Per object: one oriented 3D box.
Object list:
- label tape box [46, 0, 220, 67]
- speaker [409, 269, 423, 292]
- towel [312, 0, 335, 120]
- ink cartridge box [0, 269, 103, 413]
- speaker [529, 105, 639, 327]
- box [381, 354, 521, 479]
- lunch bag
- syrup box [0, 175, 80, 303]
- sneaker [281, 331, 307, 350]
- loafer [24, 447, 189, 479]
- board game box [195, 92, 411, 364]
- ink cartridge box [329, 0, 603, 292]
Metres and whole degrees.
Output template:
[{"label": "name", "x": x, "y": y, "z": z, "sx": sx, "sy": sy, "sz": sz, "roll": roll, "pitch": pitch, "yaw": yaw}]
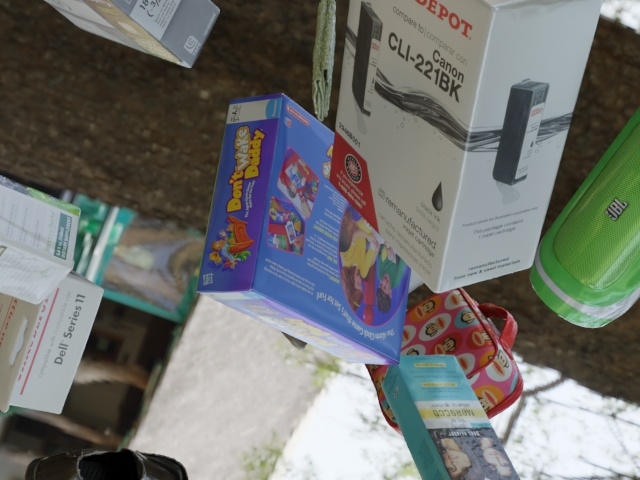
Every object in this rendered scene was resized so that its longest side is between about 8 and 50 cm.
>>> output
[{"label": "label tape box", "x": -0.323, "y": -0.376, "z": 1.437, "sx": 0.106, "sy": 0.241, "sz": 0.334, "roll": -63, "pitch": 149, "yaw": -6}, {"label": "speaker", "x": 0.113, "y": 0.068, "z": 1.668, "sx": 0.136, "sy": 0.055, "sz": 0.055, "roll": -30, "pitch": 161, "yaw": -40}, {"label": "towel", "x": 0.003, "y": -0.249, "z": 1.458, "sx": 0.110, "sy": 0.027, "sz": 0.148, "roll": 91, "pitch": 3, "yaw": -60}, {"label": "ink cartridge box", "x": -0.449, "y": 0.134, "z": 1.645, "sx": 0.353, "sy": 0.119, "sz": 0.207, "roll": 19, "pitch": -90, "yaw": 58}, {"label": "speaker", "x": 0.346, "y": -0.043, "z": 1.150, "sx": 0.131, "sy": 0.131, "sz": 0.296, "roll": -84, "pitch": -161, "yaw": -53}, {"label": "box", "x": 0.167, "y": 0.252, "z": 1.406, "sx": 0.244, "sy": 0.100, "sz": 0.060, "roll": -115, "pitch": -147, "yaw": -50}, {"label": "lunch bag", "x": 0.210, "y": 0.197, "z": 1.774, "sx": 0.258, "sy": 0.120, "sz": 0.293, "roll": -36, "pitch": -157, "yaw": 9}, {"label": "syrup box", "x": -0.407, "y": -0.022, "z": 1.231, "sx": 0.096, "sy": 0.237, "sz": 0.093, "roll": -40, "pitch": -142, "yaw": 37}, {"label": "sneaker", "x": -0.052, "y": 0.094, "z": 1.750, "sx": 0.071, "sy": 0.066, "sz": 0.188, "roll": -37, "pitch": -132, "yaw": 6}, {"label": "loafer", "x": -0.210, "y": 0.264, "z": 1.150, "sx": 0.078, "sy": 0.220, "sz": 0.080, "roll": -23, "pitch": -111, "yaw": 30}, {"label": "board game box", "x": 0.000, "y": 0.000, "z": 1.317, "sx": 0.078, "sy": 0.347, "sz": 0.233, "roll": -2, "pitch": -110, "yaw": 32}, {"label": "ink cartridge box", "x": 0.113, "y": -0.125, "z": 0.931, "sx": 0.197, "sy": 0.114, "sz": 0.273, "roll": 49, "pitch": -38, "yaw": 43}]
